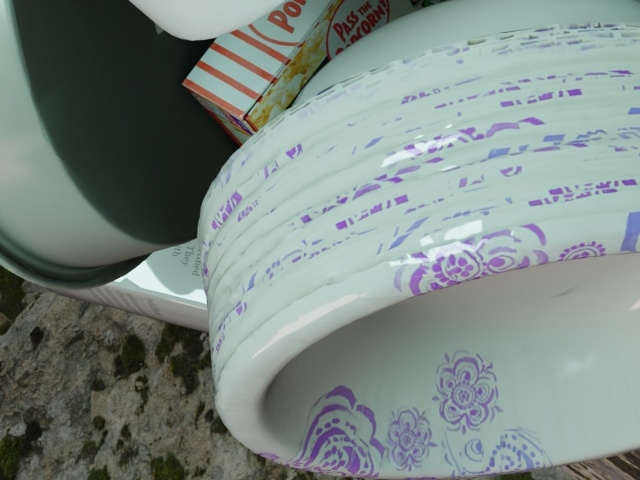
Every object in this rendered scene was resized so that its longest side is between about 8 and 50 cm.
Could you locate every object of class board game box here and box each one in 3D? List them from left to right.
[{"bbox_3d":[0.028,-0.083,0.740,0.045,0.147,0.193,32,172,32],"label":"board game box"}]

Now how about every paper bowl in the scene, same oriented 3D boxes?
[{"bbox_3d":[0.088,-0.002,0.636,0.284,0.284,0.148,47,-150,-59],"label":"paper bowl"}]

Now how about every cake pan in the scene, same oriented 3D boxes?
[{"bbox_3d":[-0.094,-0.123,0.667,0.054,0.293,0.293,1,158,23],"label":"cake pan"}]

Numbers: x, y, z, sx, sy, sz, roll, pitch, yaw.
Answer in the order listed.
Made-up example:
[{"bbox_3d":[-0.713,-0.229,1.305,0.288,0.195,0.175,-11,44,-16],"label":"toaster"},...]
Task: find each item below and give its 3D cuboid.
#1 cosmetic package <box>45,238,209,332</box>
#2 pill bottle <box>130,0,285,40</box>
[{"bbox_3d":[0.000,0.000,0.925,0.365,0.155,0.197,13,171,3],"label":"cosmetic package"},{"bbox_3d":[-0.113,-0.211,0.440,0.318,0.176,0.176,41,172,-32],"label":"pill bottle"}]
